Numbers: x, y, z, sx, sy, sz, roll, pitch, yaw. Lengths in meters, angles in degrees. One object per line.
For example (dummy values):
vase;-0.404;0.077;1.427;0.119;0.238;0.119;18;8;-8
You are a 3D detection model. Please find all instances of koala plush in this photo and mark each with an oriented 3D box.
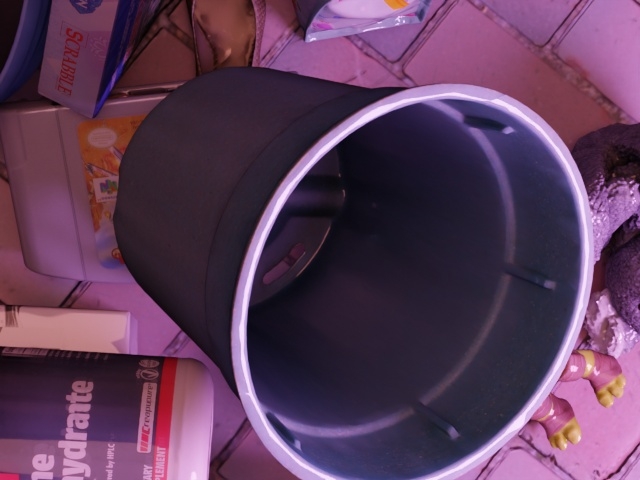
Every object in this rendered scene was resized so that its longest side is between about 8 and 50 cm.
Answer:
koala plush;0.331;0.006;1.530;0.196;0.203;0.221;-22;109;5

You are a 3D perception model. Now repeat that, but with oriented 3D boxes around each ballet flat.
ballet flat;-0.099;-0.196;1.562;0.084;0.058;0.249;1;86;-2

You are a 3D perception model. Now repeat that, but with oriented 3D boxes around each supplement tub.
supplement tub;-0.233;0.189;1.332;0.272;0.191;0.191;3;86;-3

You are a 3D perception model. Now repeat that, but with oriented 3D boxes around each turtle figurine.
turtle figurine;0.181;0.134;1.493;0.217;0.087;0.269;27;101;-36

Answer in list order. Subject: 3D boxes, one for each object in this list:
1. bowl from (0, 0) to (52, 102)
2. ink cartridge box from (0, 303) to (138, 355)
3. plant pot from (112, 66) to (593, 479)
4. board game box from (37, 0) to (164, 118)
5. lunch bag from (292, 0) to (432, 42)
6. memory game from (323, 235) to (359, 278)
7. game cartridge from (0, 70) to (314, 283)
bowl;-0.397;-0.290;1.443;0.391;0.077;0.391;10;109;30
ink cartridge box;-0.282;0.108;1.489;0.203;0.148;0.085;3;84;-3
plant pot;0.000;0.000;1.326;0.341;0.334;0.341;-10;111;-28
board game box;-0.146;-0.318;1.388;0.066;0.318;0.318;26;61;-2
lunch bag;0.035;-0.328;1.476;0.160;0.262;0.223;-10;86;-3
memory game;0.081;-0.035;1.523;0.186;0.012;0.186;-18;49;21
game cartridge;-0.158;-0.057;1.516;0.297;0.062;0.198;-7;108;0
